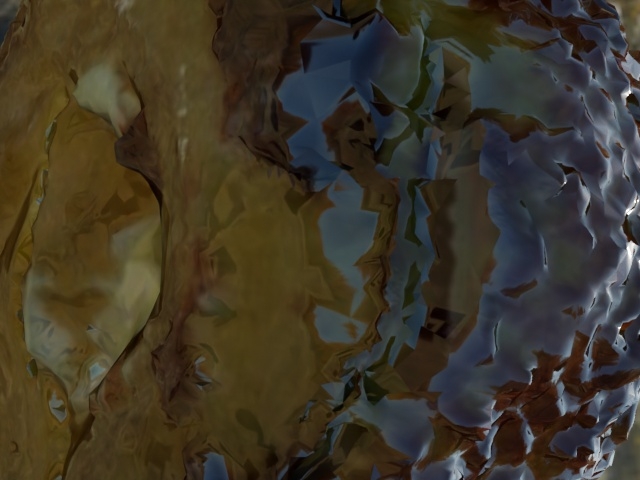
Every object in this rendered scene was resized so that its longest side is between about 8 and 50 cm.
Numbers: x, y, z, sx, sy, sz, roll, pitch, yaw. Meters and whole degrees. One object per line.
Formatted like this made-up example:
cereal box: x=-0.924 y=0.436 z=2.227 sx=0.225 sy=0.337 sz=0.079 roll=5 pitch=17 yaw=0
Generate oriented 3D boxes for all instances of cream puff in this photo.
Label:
cream puff: x=0.003 y=0.001 z=0.670 sx=0.228 sy=0.350 sz=0.350 roll=6 pitch=75 yaw=-32
